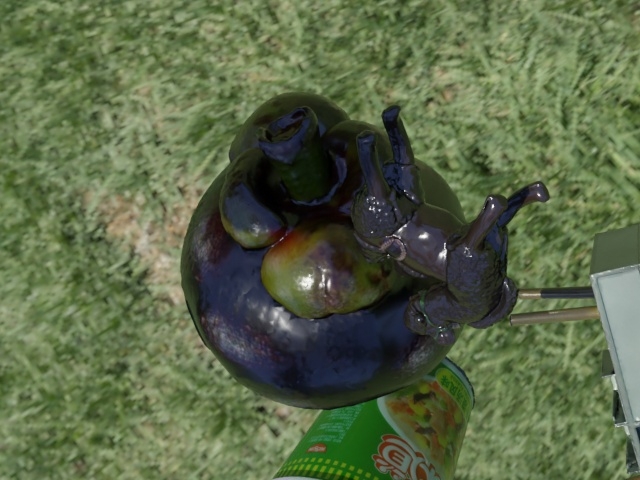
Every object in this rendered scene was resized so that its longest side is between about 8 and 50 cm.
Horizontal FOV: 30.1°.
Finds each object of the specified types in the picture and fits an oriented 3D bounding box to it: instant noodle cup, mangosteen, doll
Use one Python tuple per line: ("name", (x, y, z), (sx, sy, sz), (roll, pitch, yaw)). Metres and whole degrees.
("instant noodle cup", (0.069, 0.240, 1.303), (0.207, 0.233, 0.207), (18, 138, 17))
("mangosteen", (-0.002, 0.002, 1.033), (0.233, 0.287, 0.288), (-14, 102, 34))
("doll", (0.078, 0.003, 0.828), (0.139, 0.057, 0.165), (26, 134, 11))

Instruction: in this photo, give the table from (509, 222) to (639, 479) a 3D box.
("table", (0.229, 0.125, 0.932), (0.111, 0.121, 0.240), (-14, 100, 18))
